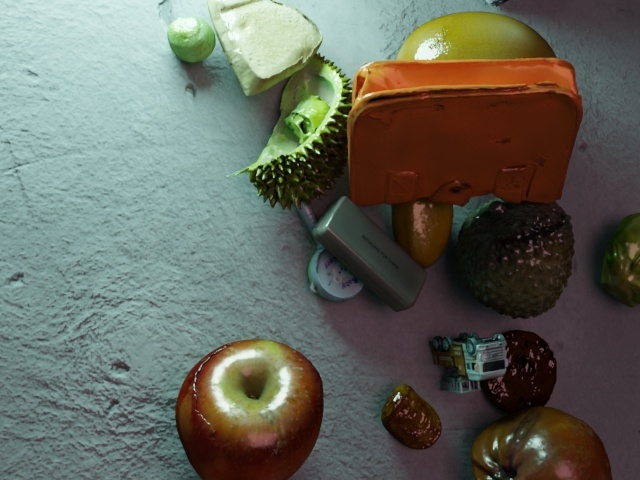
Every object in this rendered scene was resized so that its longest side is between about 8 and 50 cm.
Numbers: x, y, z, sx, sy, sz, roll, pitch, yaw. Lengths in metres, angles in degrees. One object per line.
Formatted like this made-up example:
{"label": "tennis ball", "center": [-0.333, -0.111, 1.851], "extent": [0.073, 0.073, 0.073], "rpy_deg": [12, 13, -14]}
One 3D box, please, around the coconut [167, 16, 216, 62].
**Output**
{"label": "coconut", "center": [-0.239, -0.375, 1.554], "extent": [0.088, 0.096, 0.088], "rpy_deg": [-2, 72, 7]}

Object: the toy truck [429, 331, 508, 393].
{"label": "toy truck", "center": [0.297, 0.244, 1.657], "extent": [0.080, 0.177, 0.115], "rpy_deg": [-5, 87, -24]}

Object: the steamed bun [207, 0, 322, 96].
{"label": "steamed bun", "center": [-0.128, -0.391, 1.594], "extent": [0.212, 0.110, 0.231], "rpy_deg": [51, 49, -2]}

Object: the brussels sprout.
{"label": "brussels sprout", "center": [0.736, 0.042, 1.885], "extent": [0.223, 0.161, 0.223], "rpy_deg": [0, 89, -28]}

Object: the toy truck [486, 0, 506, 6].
{"label": "toy truck", "center": [0.480, -0.637, 1.865], "extent": [0.268, 0.155, 0.124], "rpy_deg": [-30, 96, -24]}

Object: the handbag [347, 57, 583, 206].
{"label": "handbag", "center": [0.254, -0.187, 1.530], "extent": [0.410, 0.303, 0.116], "rpy_deg": [-1, 49, 2]}

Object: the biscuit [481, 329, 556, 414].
{"label": "biscuit", "center": [0.425, 0.283, 1.779], "extent": [0.192, 0.049, 0.192], "rpy_deg": [1, 86, -22]}

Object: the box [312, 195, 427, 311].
{"label": "box", "center": [0.098, 0.027, 1.609], "extent": [0.243, 0.055, 0.103], "rpy_deg": [43, 54, -17]}

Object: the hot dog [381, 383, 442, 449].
{"label": "hot dog", "center": [0.179, 0.350, 1.652], "extent": [0.147, 0.065, 0.099], "rpy_deg": [44, 68, -25]}

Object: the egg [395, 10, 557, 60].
{"label": "egg", "center": [0.317, -0.317, 1.681], "extent": [0.351, 0.282, 0.283], "rpy_deg": [16, 77, -16]}

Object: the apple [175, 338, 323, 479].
{"label": "apple", "center": [-0.122, 0.300, 1.430], "extent": [0.251, 0.206, 0.272], "rpy_deg": [7, 45, -8]}

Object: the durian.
{"label": "durian", "center": [-0.022, -0.204, 1.615], "extent": [0.169, 0.157, 0.355], "rpy_deg": [18, 61, 15]}

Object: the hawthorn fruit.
{"label": "hawthorn fruit", "center": [0.458, 0.467, 1.661], "extent": [0.298, 0.277, 0.277], "rpy_deg": [9, 79, -33]}

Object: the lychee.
{"label": "lychee", "center": [0.400, 0.031, 1.688], "extent": [0.255, 0.255, 0.274], "rpy_deg": [-42, 112, -23]}

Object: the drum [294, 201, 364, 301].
{"label": "drum", "center": [0.019, -0.004, 1.637], "extent": [0.130, 0.049, 0.253], "rpy_deg": [-11, 84, -24]}

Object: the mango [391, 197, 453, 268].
{"label": "mango", "center": [0.202, -0.036, 1.698], "extent": [0.137, 0.098, 0.195], "rpy_deg": [16, 83, -25]}
